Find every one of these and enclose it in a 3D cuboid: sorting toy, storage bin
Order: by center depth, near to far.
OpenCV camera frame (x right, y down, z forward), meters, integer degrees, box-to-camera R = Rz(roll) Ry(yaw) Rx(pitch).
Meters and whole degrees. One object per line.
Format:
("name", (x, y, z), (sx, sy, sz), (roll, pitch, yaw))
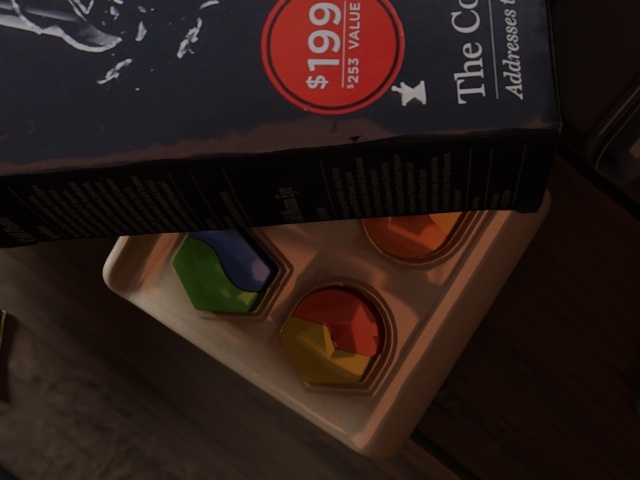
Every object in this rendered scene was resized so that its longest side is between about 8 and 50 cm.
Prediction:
("sorting toy", (0.000, 0.000, 1.000), (0.208, 0.038, 0.193), (32, 101, 5))
("storage bin", (0.185, -0.114, 1.015), (0.091, 0.098, 0.135), (46, 103, 24))

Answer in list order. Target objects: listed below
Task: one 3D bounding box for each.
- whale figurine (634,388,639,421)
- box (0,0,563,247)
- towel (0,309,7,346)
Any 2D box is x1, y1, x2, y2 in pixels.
("whale figurine", (0.296, 0.094, 1.011), (0.216, 0.141, 0.272), (-7, 100, 6))
("box", (-0.046, -0.185, 0.911), (0.312, 0.179, 0.343), (-5, 79, 4))
("towel", (-0.249, 0.063, 1.120), (0.083, 0.009, 0.060), (13, 100, 3))
